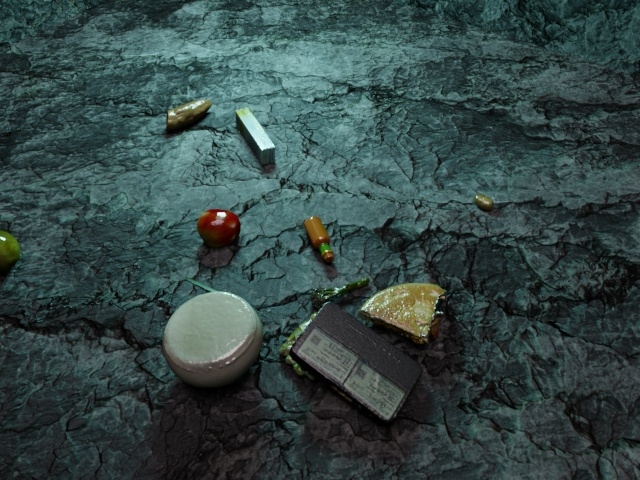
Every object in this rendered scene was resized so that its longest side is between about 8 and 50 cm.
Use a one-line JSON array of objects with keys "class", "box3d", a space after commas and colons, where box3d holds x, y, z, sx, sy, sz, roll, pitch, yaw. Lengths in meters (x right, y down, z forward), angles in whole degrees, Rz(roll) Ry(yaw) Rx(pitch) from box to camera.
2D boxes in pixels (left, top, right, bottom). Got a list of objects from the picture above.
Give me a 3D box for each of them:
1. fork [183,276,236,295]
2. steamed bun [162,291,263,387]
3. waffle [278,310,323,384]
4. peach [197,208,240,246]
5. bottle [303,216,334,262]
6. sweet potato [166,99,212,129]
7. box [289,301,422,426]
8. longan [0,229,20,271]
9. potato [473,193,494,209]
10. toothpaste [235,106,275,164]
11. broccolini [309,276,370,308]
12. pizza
[{"class": "fork", "box3d": [-0.363, 0.163, 1.665, 0.235, 0.021, 0.039, 22, 50, 17]}, {"class": "steamed bun", "box3d": [-0.303, 0.297, 1.449, 0.283, 0.177, 0.282, -2, 48, 3]}, {"class": "waffle", "box3d": [0.003, 0.322, 1.512, 0.204, 0.054, 0.223, 31, 55, 23]}, {"class": "peach", "box3d": [-0.362, -0.043, 1.791, 0.151, 0.151, 0.118, -45, 19, -31]}, {"class": "bottle", "box3d": [0.000, 0.000, 1.780, 0.069, 0.069, 0.187, -15, 53, -13]}, {"class": "sweet potato", "box3d": [-0.593, -0.572, 2.240, 0.252, 0.097, 0.097, -37, 59, -26]}, {"class": "box", "box3d": [0.102, 0.349, 1.442, 0.350, 0.058, 0.211, 36, 58, 10]}, {"class": "longan", "box3d": [-1.104, 0.045, 1.691, 0.155, 0.145, 0.176, 14, 90, 39]}, {"class": "potato", "box3d": [0.626, -0.147, 1.925, 0.083, 0.040, 0.051, 39, 82, 21]}, {"class": "toothpaste", "box3d": [-0.282, -0.449, 2.145, 0.071, 0.089, 0.312, -17, 51, -21]}, {"class": "broccolini", "box3d": [0.062, 0.163, 1.663, 0.216, 0.058, 0.067, -20, 87, -26]}, {"class": "pizza", "box3d": [0.277, 0.238, 1.566, 0.290, 0.081, 0.228, -16, 45, -13]}]
